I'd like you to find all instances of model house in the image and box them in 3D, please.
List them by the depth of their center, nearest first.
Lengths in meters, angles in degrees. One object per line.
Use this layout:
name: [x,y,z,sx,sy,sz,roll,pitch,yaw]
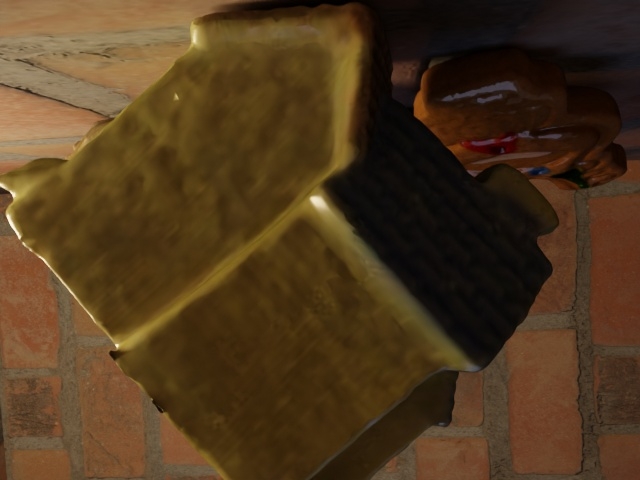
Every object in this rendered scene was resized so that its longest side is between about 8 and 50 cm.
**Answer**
model house: [0.000,0.000,0.437,0.266,0.321,0.261,-43,176,9]

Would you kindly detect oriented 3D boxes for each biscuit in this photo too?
biscuit: [0.200,-0.097,0.597,0.202,0.047,0.334,-5,166,29]

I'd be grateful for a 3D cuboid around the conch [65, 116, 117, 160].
conch: [-0.149,-0.036,0.671,0.324,0.186,0.263,-6,146,44]
